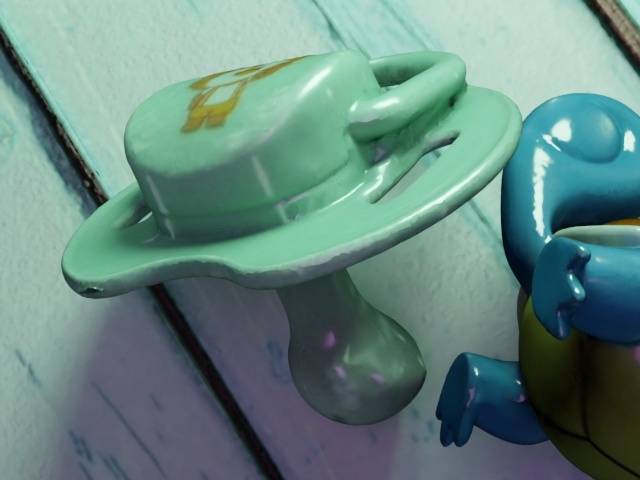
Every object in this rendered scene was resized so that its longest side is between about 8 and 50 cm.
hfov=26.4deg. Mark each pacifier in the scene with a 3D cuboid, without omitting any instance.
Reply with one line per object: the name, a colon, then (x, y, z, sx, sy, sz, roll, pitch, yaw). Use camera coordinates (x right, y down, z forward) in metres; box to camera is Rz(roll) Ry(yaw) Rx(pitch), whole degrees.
pacifier: (0.000, 0.000, 0.933, 0.343, 0.288, 0.269, 0, 123, 41)

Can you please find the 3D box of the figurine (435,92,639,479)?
figurine: (0.220, 0.095, 0.857, 0.416, 0.243, 0.298, 52, 140, 18)
